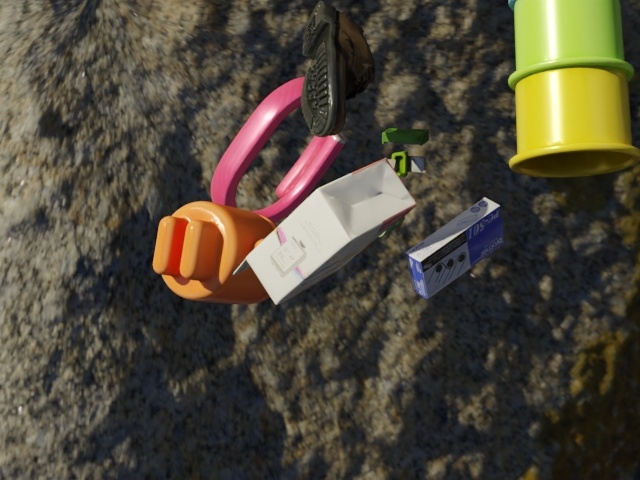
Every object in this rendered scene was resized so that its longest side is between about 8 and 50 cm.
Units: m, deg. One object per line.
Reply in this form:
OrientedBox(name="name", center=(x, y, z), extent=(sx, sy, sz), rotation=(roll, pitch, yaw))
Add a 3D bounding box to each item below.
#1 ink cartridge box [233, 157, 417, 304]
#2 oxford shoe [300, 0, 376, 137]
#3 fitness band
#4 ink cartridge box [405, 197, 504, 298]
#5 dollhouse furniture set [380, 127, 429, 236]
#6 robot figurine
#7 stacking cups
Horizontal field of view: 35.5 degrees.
OrientedBox(name="ink cartridge box", center=(0.000, 0.000, 1.092), extent=(0.115, 0.198, 0.067), rotation=(-27, 81, -42))
OrientedBox(name="oxford shoe", center=(0.030, -0.213, 1.268), extent=(0.096, 0.227, 0.083), rotation=(20, 139, -18))
OrientedBox(name="fitness band", center=(-0.066, -0.143, 1.701), extent=(0.291, 0.054, 0.209), rotation=(-54, 149, 12))
OrientedBox(name="ink cartridge box", center=(0.257, 0.014, 1.893), extent=(0.207, 0.046, 0.097), rotation=(-33, 132, -23))
OrientedBox(name="dollhouse furniture set", center=(0.119, -0.080, 1.398), extent=(0.058, 0.076, 0.152), rotation=(6, 108, 21))
OrientedBox(name="robot figurine", center=(-0.120, 0.020, 1.290), extent=(0.158, 0.219, 0.128), rotation=(-34, 69, 21))
OrientedBox(name="stacking cups", center=(0.182, -0.209, 0.751), extent=(0.096, 0.096, 0.316), rotation=(2, 79, -13))
